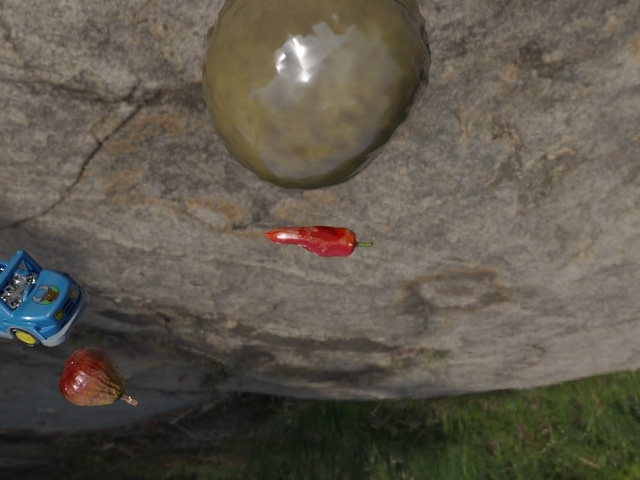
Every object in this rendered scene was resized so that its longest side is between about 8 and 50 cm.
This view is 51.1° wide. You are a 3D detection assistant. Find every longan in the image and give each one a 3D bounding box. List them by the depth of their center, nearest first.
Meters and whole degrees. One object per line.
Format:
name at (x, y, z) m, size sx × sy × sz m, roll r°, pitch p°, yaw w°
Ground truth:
longan at (-0.019, -0.295, 1.206) m, size 0.403 × 0.404 × 0.436 m, roll 15°, pitch 142°, yaw -29°

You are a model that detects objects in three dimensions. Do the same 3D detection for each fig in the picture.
fig at (-0.417, 0.261, 1.273) m, size 0.152 × 0.119 × 0.119 m, roll 13°, pitch 152°, yaw -7°

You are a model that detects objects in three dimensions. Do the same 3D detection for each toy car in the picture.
toy car at (-0.422, 0.070, 0.902) m, size 0.191 × 0.097 × 0.100 m, roll 9°, pitch 140°, yaw 12°

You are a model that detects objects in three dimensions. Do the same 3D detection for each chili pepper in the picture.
chili pepper at (0.000, 0.001, 1.087) m, size 0.191 × 0.050 × 0.059 m, roll 5°, pitch -172°, yaw -14°

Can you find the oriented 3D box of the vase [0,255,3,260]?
vase at (-0.772, -0.018, 1.212) m, size 0.250 × 0.445 × 0.250 m, roll -42°, pitch 164°, yaw -15°
